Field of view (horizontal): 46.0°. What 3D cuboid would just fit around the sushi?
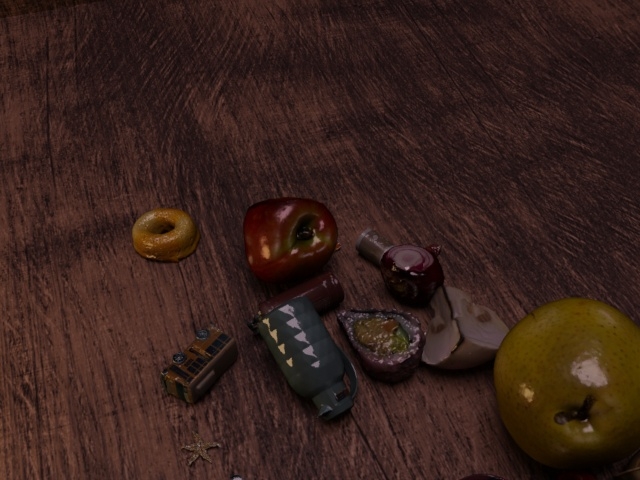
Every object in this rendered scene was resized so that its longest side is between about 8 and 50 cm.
[{"bbox_3d":[0.137,0.257,1.838,0.241,0.107,0.161,4,56,20],"label":"sushi"}]

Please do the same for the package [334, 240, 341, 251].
[{"bbox_3d":[0.000,-0.001,2.123,0.077,0.033,0.111,-21,55,-31],"label":"package"}]

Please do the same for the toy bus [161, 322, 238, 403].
[{"bbox_3d":[-0.287,0.300,1.810,0.103,0.091,0.182,27,51,23],"label":"toy bus"}]

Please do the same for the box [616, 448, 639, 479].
[{"bbox_3d":[0.731,0.491,1.625,0.177,0.111,0.111,-13,49,-12],"label":"box"}]

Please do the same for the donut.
[{"bbox_3d":[-0.437,-0.025,2.119,0.190,0.075,0.174,13,49,13],"label":"donut"}]

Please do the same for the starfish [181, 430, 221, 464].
[{"bbox_3d":[-0.271,0.466,1.707,0.092,0.016,0.086,-9,49,-1],"label":"starfish"}]

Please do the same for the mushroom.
[{"bbox_3d":[0.349,0.243,1.850,0.173,0.162,0.236,24,29,-18],"label":"mushroom"}]

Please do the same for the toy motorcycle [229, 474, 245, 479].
[{"bbox_3d":[-0.200,0.588,1.535,0.296,0.109,0.198,-4,50,-1],"label":"toy motorcycle"}]

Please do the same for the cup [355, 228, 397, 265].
[{"bbox_3d":[0.162,0.026,2.085,0.099,0.102,0.074,37,96,27],"label":"cup"}]

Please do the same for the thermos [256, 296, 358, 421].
[{"bbox_3d":[-0.014,0.281,1.778,0.182,0.145,0.287,-17,71,-50],"label":"thermos"}]

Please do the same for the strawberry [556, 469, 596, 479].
[{"bbox_3d":[0.548,0.532,1.596,0.106,0.106,0.106,0,47,0],"label":"strawberry"}]

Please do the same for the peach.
[{"bbox_3d":[-0.098,-0.003,1.991,0.248,0.274,0.245,30,79,-19],"label":"peach"}]

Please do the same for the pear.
[{"bbox_3d":[0.548,0.304,1.627,0.362,0.363,0.418,14,19,12],"label":"pear"}]

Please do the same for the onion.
[{"bbox_3d":[0.255,0.084,1.993,0.173,0.135,0.198,31,40,29],"label":"onion"}]

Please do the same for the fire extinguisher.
[{"bbox_3d":[-0.074,0.167,1.921,0.269,0.105,0.105,-24,52,-21],"label":"fire extinguisher"}]

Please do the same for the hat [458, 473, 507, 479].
[{"bbox_3d":[0.350,0.569,1.560,0.205,0.089,0.205,0,47,0],"label":"hat"}]
